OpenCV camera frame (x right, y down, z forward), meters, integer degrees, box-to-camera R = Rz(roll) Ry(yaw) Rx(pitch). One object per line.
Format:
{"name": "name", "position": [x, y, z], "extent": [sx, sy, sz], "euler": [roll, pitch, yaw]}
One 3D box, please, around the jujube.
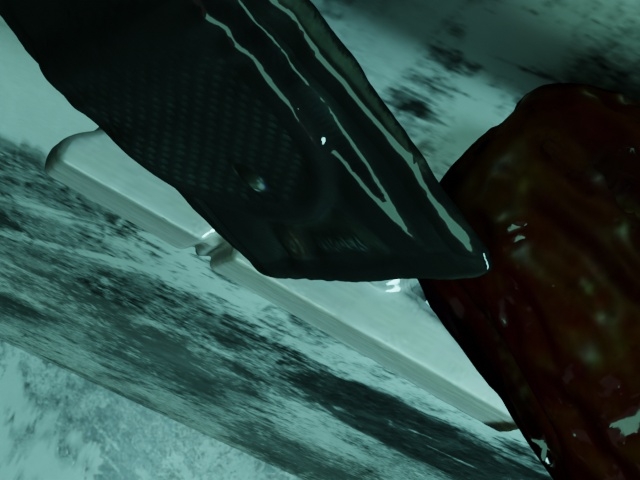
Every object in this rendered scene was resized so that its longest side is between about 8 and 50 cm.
{"name": "jujube", "position": [0.177, 0.054, 0.750], "extent": [0.290, 0.197, 0.197], "euler": [41, 168, 9]}

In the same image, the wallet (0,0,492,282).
{"name": "wallet", "position": [-0.081, -0.098, 0.758], "extent": [0.323, 0.041, 0.247], "euler": [51, 156, -16]}

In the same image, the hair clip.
{"name": "hair clip", "position": [-0.002, 0.000, 1.024], "extent": [0.330, 0.101, 0.085], "euler": [28, 169, -11]}
